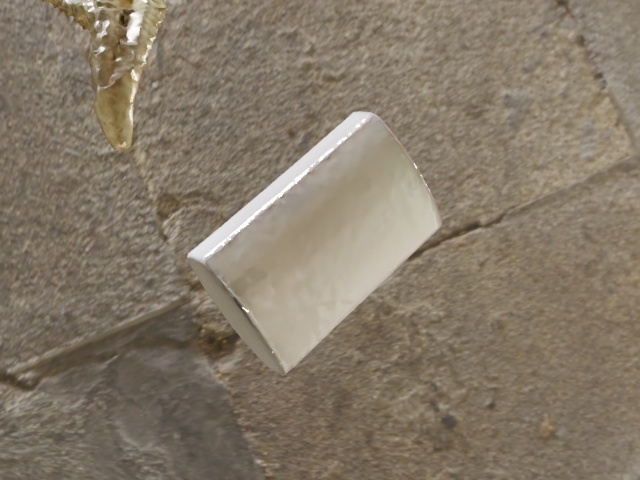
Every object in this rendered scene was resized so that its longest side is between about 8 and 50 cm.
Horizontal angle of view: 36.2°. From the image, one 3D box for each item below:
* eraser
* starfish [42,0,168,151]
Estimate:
[{"bbox_3d":[0.000,0.000,1.122,0.270,0.094,0.174,-42,116,-17],"label":"eraser"},{"bbox_3d":[-0.087,-0.176,0.463,0.084,0.293,0.302,39,78,-47],"label":"starfish"}]
